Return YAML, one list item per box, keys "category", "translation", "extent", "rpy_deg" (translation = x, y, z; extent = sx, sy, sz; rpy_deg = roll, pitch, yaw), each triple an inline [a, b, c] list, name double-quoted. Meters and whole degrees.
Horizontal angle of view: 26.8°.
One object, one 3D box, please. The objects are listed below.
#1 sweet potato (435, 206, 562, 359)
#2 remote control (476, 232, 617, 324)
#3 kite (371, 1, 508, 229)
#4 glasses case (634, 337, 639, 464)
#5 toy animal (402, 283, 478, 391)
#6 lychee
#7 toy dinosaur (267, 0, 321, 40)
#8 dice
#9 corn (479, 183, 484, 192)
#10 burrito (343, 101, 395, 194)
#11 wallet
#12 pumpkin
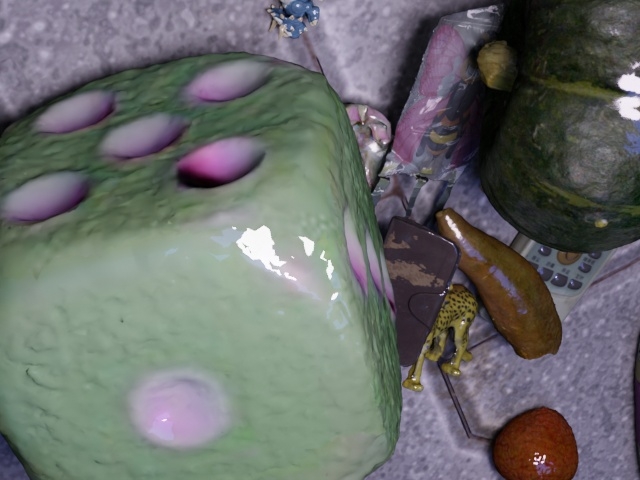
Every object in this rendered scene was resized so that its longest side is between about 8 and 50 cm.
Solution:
- category: "sweet potato"
  translation: [0.201, 0.050, 1.449]
  extent: [0.077, 0.077, 0.244]
  rpy_deg: [-37, 127, 2]
- category: "remote control"
  translation: [0.289, -0.011, 1.508]
  extent: [0.123, 0.038, 0.285]
  rpy_deg: [23, 109, -32]
- category: "kite"
  translation: [0.107, -0.076, 1.358]
  extent: [0.204, 0.022, 0.360]
  rpy_deg: [-1, 121, -53]
- category: "glasses case"
  translation: [0.443, 0.235, 1.664]
  extent: [0.076, 0.123, 0.316]
  rpy_deg: [-19, 124, -12]
- category: "toy animal"
  translation: [0.134, 0.086, 1.468]
  extent: [0.181, 0.073, 0.136]
  rpy_deg: [-4, 119, -54]
- category: "lychee"
  translation: [0.253, 0.266, 1.612]
  extent: [0.101, 0.114, 0.140]
  rpy_deg: [43, 73, 1]
- category: "toy dinosaur"
  translation: [-0.023, -0.228, 1.257]
  extent: [0.047, 0.030, 0.083]
  rpy_deg: [7, 116, -28]
- category: "dice"
  translation: [-0.106, 0.041, 1.172]
  extent: [0.318, 0.330, 0.322]
  rpy_deg: [-10, 121, 7]
- category: "corn"
  translation: [0.309, -0.071, 1.399]
  extent: [0.280, 0.092, 0.092]
  rpy_deg: [5, 120, 5]
- category: "burrito"
  translation: [0.002, -0.001, 1.382]
  extent: [0.096, 0.066, 0.309]
  rpy_deg: [-2, 122, -24]
- category: "wallet"
  translation: [0.085, 0.054, 1.370]
  extent: [0.082, 0.018, 0.157]
  rpy_deg: [25, 117, 8]
- category: "pumpkin"
  translation: [0.245, -0.140, 1.226]
  extent: [0.207, 0.300, 0.300]
  rpy_deg: [14, 115, -3]
